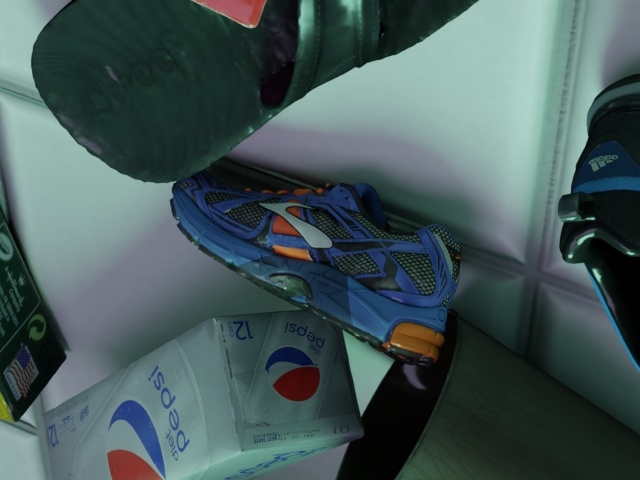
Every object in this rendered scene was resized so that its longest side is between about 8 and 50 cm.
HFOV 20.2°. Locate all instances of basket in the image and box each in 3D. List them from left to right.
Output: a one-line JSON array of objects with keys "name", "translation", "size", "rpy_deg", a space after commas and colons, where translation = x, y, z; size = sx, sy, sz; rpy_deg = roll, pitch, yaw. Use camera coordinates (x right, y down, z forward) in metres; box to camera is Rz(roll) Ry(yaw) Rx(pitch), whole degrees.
[{"name": "basket", "translation": [0.140, 0.166, 1.109], "size": [0.227, 0.154, 0.204], "rpy_deg": [30, -174, -5]}]

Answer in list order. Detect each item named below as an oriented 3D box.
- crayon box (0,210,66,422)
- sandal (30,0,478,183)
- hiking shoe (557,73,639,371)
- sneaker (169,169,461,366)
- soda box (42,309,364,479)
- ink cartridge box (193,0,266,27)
[{"name": "crayon box", "translation": [-0.370, 0.020, 1.382], "size": [0.319, 0.081, 0.202], "rpy_deg": [9, 135, 28]}, {"name": "sandal", "translation": [-0.033, -0.129, 0.959], "size": [0.167, 0.107, 0.446], "rpy_deg": [41, 141, -9]}, {"name": "hiking shoe", "translation": [0.220, 0.058, 0.956], "size": [0.113, 0.132, 0.304], "rpy_deg": [-21, 117, 46]}, {"name": "sneaker", "translation": [0.000, 0.000, 1.106], "size": [0.221, 0.087, 0.083], "rpy_deg": [27, 175, 31]}, {"name": "soda box", "translation": [-0.090, 0.127, 1.237], "size": [0.286, 0.098, 0.091], "rpy_deg": [-30, 69, 54]}, {"name": "ink cartridge box", "translation": [-0.101, -0.272, 0.777], "size": [0.261, 0.066, 0.296], "rpy_deg": [26, 109, 10]}]
